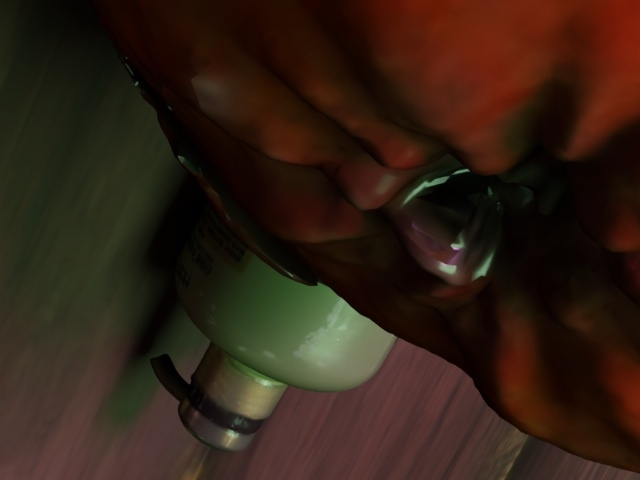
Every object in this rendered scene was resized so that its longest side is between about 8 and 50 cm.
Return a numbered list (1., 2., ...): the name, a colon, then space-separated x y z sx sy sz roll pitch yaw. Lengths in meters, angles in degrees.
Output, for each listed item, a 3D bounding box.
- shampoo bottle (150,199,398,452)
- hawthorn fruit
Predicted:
1. shampoo bottle: 0.000 0.000 0.634 0.079 0.079 0.162 3 119 -60
2. hawthorn fruit: 0.091 -0.101 0.481 0.276 0.276 0.307 99 13 -45
